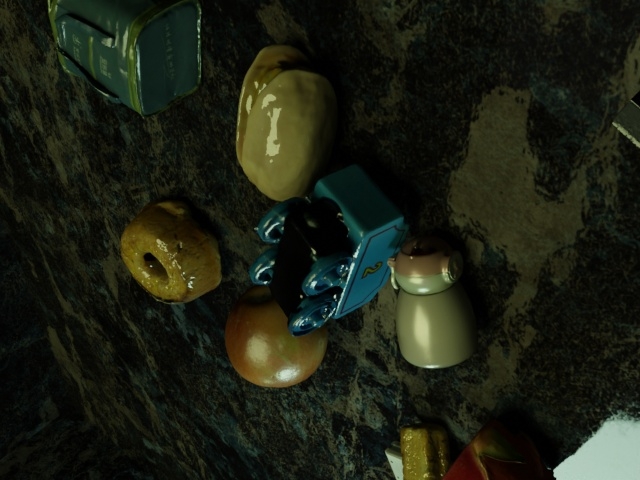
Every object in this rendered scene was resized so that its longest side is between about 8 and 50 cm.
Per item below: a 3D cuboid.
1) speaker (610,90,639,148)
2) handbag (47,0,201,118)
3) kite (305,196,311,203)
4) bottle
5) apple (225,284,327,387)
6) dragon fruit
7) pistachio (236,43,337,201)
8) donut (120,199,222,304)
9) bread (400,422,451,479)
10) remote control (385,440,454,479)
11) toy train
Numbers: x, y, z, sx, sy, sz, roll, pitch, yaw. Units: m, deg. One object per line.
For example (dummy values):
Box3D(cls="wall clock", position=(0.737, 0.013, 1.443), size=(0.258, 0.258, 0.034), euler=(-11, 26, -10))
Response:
Box3D(cls="speaker", position=(0.469, -0.104, 0.969), size=(0.218, 0.082, 0.044), euler=(45, 145, 9))
Box3D(cls="handbag", position=(-0.392, -0.409, 1.588), size=(0.241, 0.222, 0.263), euler=(31, 139, 21))
Box3D(cls="kite", position=(0.000, 0.000, 1.686), size=(0.160, 0.010, 0.183), euler=(43, 146, 14))
Box3D(cls="bottle", position=(0.202, 0.099, 1.428), size=(0.147, 0.147, 0.236), euler=(11, 121, 45))
Box3D(cls="apple", position=(-0.106, 0.209, 1.820), size=(0.253, 0.253, 0.253), euler=(31, 141, 29))
Box3D(cls="dragon fruit", position=(0.333, 0.504, 1.530), size=(0.189, 0.290, 0.291), euler=(37, 144, 19))
Box3D(cls="pistachio", position=(-0.060, -0.202, 1.443), size=(0.187, 0.187, 0.299), euler=(34, 136, 25))
Box3D(cls="donut", position=(-0.393, 0.037, 2.067), size=(0.299, 0.150, 0.317), euler=(37, 144, 16))
Box3D(cls="bread", position=(0.236, 0.514, 1.743), size=(0.114, 0.083, 0.211), euler=(-12, 75, 51))
Box3D(cls="remote control", position=(0.278, 0.554, 1.829), size=(0.277, 0.055, 0.103), euler=(8, 126, 48))
Box3D(cls="toy train", position=(0.017, 0.025, 1.461), size=(0.188, 0.265, 0.300), euler=(50, 149, 24))
